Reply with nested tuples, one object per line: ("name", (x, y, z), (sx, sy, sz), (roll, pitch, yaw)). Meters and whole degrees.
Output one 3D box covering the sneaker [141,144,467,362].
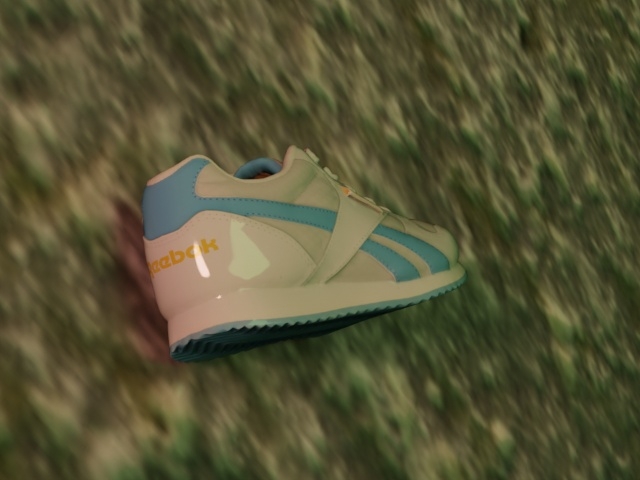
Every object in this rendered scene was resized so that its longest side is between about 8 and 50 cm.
("sneaker", (0.000, 0.000, 0.790), (0.228, 0.087, 0.092), (-4, 75, -58))
